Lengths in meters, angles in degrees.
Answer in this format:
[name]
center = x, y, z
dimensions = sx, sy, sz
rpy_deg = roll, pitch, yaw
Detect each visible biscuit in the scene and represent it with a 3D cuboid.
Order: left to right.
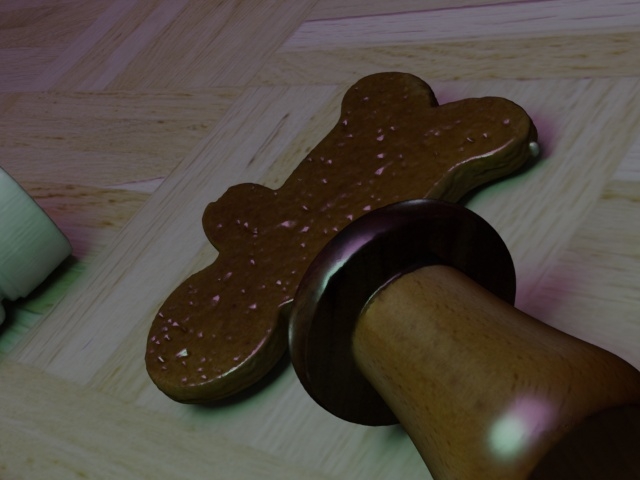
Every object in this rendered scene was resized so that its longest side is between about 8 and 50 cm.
[biscuit]
center = 0.001, 0.001, 1.126
dimensions = 0.432, 0.064, 0.283
rpy_deg = -47, 42, -15

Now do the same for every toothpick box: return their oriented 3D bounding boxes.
[toothpick box]
center = 0.101, 0.093, 0.800
dimensions = 0.192, 0.192, 0.294
rpy_deg = -39, 36, -5

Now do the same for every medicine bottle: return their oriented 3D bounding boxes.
[medicine bottle]
center = -0.505, 0.069, 1.383
dimensions = 0.371, 0.211, 0.211
rpy_deg = -44, 32, -14
